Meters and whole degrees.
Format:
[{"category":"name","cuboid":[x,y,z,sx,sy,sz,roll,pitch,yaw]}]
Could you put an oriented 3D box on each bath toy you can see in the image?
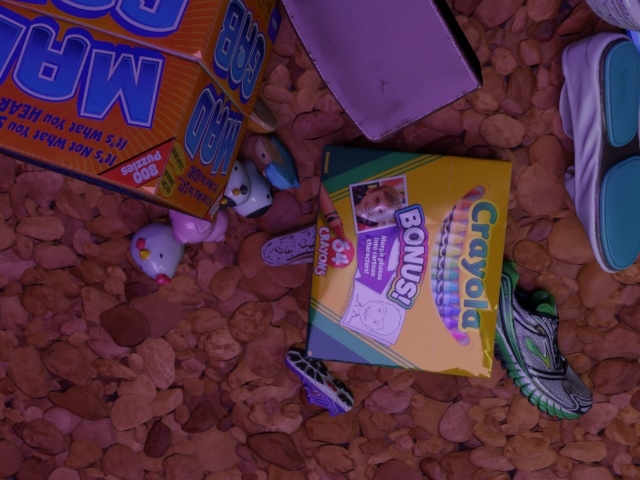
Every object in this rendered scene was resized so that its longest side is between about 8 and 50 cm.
[{"category":"bath toy","cuboid":[-0.196,-0.042,1.674,0.348,0.129,0.151,-35,131,20]}]

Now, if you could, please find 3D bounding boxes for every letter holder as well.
[{"category":"letter holder","cuboid":[0.090,-0.337,1.528,0.214,0.152,0.302,-28,108,18]}]

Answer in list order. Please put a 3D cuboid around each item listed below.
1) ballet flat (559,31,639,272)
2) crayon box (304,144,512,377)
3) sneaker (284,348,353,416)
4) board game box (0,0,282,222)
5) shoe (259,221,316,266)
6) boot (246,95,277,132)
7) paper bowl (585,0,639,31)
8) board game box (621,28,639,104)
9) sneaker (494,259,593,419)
[{"category":"ballet flat","cuboid":[0.460,-0.147,1.596,0.139,0.139,0.400,-6,111,8]},{"category":"crayon box","cuboid":[0.147,0.032,1.640,0.313,0.106,0.363,5,93,6]},{"category":"sneaker","cuboid":[-0.012,0.280,1.852,0.071,0.068,0.170,-37,107,24]},{"category":"board game box","cuboid":[-0.297,-0.261,1.393,0.356,0.356,0.356,17,88,7]},{"category":"shoe","cuboid":[0.000,0.000,1.738,0.219,0.058,0.077,-10,92,5]},{"category":"boot","cuboid":[-0.240,-0.207,1.638,0.295,0.104,0.211,35,110,0]},{"category":"paper bowl","cuboid":[0.483,-0.448,1.404,0.284,0.148,0.284,-15,119,-28]},{"category":"board game box","cuboid":[0.583,-0.277,1.564,0.160,0.047,0.210,-13,113,10]},{"category":"sneaker","cuboid":[0.386,0.183,1.736,0.146,0.134,0.343,-37,105,18]}]
